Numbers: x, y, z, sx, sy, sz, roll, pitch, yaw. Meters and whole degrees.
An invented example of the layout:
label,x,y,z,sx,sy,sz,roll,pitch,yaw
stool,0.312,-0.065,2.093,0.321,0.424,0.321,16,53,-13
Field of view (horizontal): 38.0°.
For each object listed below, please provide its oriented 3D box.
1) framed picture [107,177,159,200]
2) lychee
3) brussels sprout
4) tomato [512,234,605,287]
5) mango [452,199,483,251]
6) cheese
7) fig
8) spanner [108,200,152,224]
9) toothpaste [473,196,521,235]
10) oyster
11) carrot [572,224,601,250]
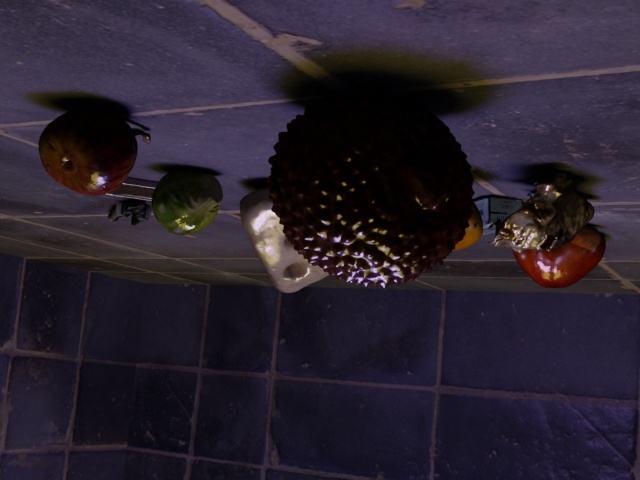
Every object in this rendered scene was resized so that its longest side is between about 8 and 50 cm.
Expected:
label,x,y,z,sx,sy,sz,roll,pitch,yaw
framed picture,-0.415,-0.118,2.242,0.265,0.018,0.192,7,171,-19
lychee,0.073,-0.073,1.399,0.306,0.306,0.330,11,173,-33
brussels sprout,-0.290,-0.084,2.005,0.155,0.155,0.117,1,169,21
tomato,0.613,0.053,2.392,0.233,0.140,0.200,0,176,25
mango,0.183,-0.054,1.829,0.290,0.160,0.191,8,134,-4
cheese,-0.010,-0.040,2.128,0.351,0.130,0.328,-24,139,14
fig,-0.375,-0.163,1.593,0.202,0.148,0.149,-31,-141,-19
spanner,-0.504,-0.076,2.485,0.095,0.040,0.325,9,172,-19
toothpaste,0.345,-0.046,2.146,0.089,0.071,0.313,4,171,-21
oyster,0.447,-0.045,1.852,0.197,0.133,0.337,-29,171,25
carrot,0.573,-0.029,2.201,0.224,0.057,0.057,16,166,-33
